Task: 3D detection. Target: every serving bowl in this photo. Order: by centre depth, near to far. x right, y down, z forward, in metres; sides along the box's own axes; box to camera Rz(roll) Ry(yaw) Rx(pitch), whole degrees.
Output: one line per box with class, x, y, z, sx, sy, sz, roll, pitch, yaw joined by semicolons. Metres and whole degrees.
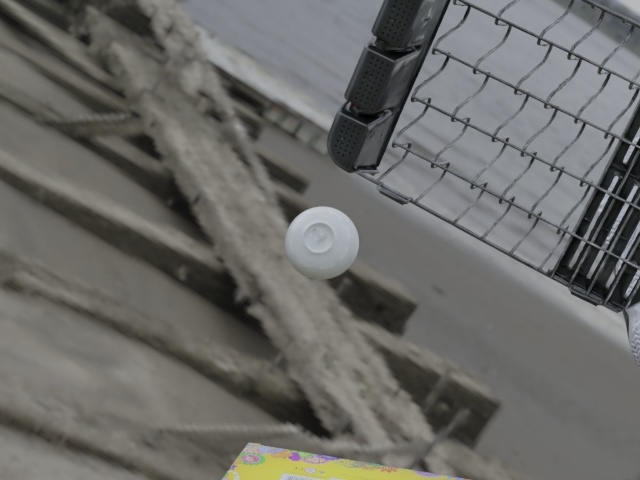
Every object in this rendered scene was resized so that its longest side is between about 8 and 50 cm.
serving bowl;0.000;0.000;1.568;0.083;0.083;0.027;37;-6;15

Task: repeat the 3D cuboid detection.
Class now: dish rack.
dish rack;0.147;-0.086;0.967;0.272;0.208;0.074;29;24;13

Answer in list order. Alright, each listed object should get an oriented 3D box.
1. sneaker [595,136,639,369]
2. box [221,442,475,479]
sneaker;0.348;0.036;1.461;0.153;0.101;0.268;51;32;-65
box;0.028;0.399;1.533;0.290;0.279;0.177;7;17;12
